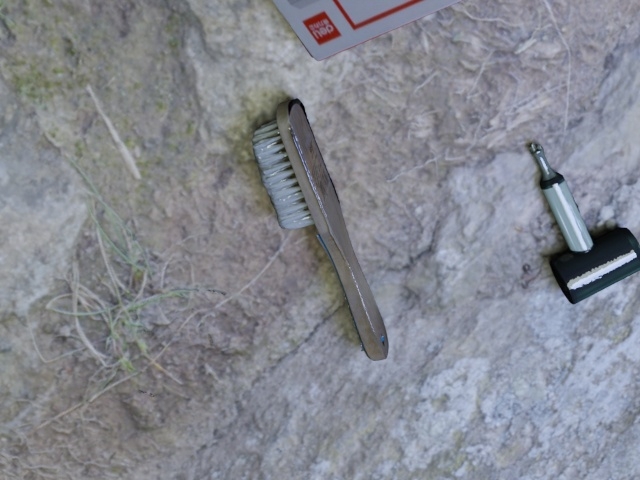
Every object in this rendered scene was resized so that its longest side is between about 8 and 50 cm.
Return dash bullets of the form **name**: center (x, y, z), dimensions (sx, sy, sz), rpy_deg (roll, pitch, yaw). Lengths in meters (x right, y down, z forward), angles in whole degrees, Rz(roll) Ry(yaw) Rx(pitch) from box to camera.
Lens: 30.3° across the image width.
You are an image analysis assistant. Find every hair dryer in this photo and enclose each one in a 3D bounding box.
- **hair dryer**: center (0.289, -0.030, 1.349), dimensions (0.100, 0.057, 0.197), rpy_deg (-29, 108, 1)

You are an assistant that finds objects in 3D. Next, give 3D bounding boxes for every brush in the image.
- **brush**: center (0.000, 0.000, 1.306), dimensions (0.065, 0.070, 0.327), rpy_deg (-15, 116, 17)

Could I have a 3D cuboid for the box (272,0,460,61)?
- **box**: center (0.053, -0.266, 1.143), dimensions (0.229, 0.050, 0.123), rpy_deg (-15, 123, 40)
